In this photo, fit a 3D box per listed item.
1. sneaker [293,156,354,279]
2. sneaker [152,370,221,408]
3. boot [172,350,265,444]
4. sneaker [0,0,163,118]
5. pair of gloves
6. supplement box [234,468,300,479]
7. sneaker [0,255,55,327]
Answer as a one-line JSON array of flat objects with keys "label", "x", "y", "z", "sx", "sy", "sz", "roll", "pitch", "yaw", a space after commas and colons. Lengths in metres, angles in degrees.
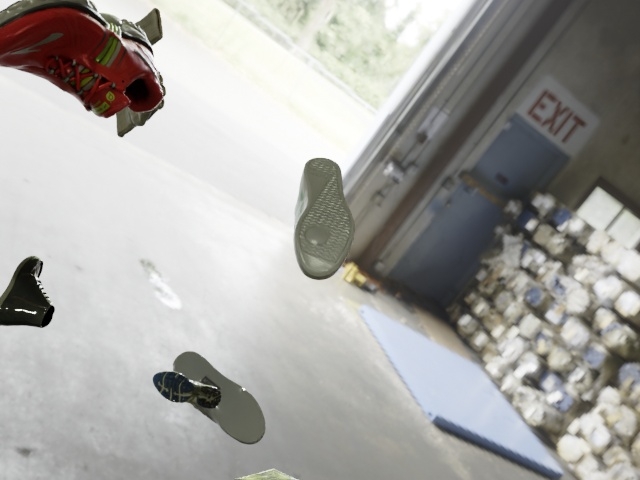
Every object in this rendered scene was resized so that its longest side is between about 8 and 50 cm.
[{"label": "sneaker", "x": 0.000, "y": 0.000, "z": 1.289, "sx": 0.094, "sy": 0.151, "sz": 0.256, "roll": 5, "pitch": 44, "yaw": -3}, {"label": "sneaker", "x": -0.252, "y": 0.274, "z": 1.441, "sx": 0.135, "sy": 0.052, "sz": 0.058, "roll": 29, "pitch": -16, "yaw": -29}, {"label": "boot", "x": -0.212, "y": 0.348, "z": 1.686, "sx": 0.258, "sy": 0.095, "sz": 0.123, "roll": 42, "pitch": -23, "yaw": 22}, {"label": "sneaker", "x": -0.261, "y": -0.196, "z": 0.882, "sx": 0.118, "sy": 0.107, "sz": 0.279, "roll": 66, "pitch": 23, "yaw": 5}, {"label": "pair of gloves", "x": -0.401, "y": -0.357, "z": 1.698, "sx": 0.042, "sy": 0.240, "sz": 0.204, "roll": 2, "pitch": -11, "yaw": -41}, {"label": "supplement box", "x": -0.079, "y": 0.378, "z": 1.114, "sx": 0.056, "sy": 0.083, "sz": 0.083, "roll": 11, "pitch": 4, "yaw": 39}, {"label": "sneaker", "x": -0.666, "y": 0.127, "z": 1.845, "sx": 0.118, "sy": 0.083, "sz": 0.222, "roll": 11, "pitch": 40, "yaw": -2}]
